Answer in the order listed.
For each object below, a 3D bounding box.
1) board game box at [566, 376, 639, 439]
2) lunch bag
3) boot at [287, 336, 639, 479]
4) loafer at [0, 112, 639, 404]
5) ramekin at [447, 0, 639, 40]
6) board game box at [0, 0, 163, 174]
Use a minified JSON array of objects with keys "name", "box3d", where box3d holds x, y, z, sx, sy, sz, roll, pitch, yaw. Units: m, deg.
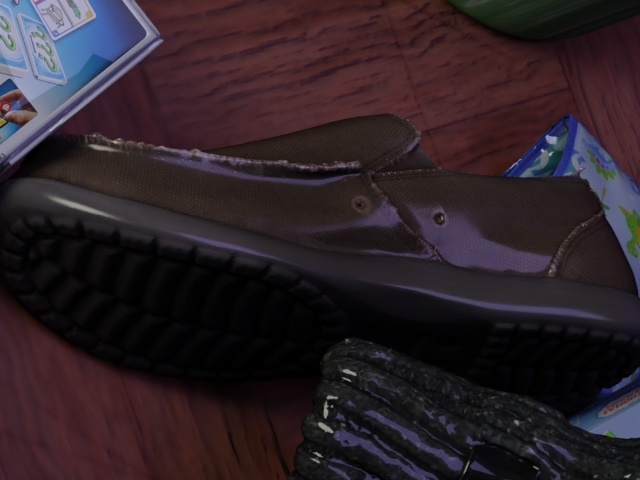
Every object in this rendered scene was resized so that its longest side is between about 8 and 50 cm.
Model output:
[{"name":"board game box","box3d":[0.189,0.196,1.068,0.211,0.160,0.039,53,22,-11]},{"name":"lunch bag","box3d":[0.155,0.016,1.137,0.129,0.096,0.151,46,63,-17]},{"name":"boot","box3d":[0.090,0.216,0.986,0.260,0.348,0.131,11,30,2]},{"name":"loafer","box3d":[0.000,0.000,0.985,0.366,0.134,0.130,11,56,-21]},{"name":"ramekin","box3d":[0.160,-0.278,1.199,0.303,0.148,0.303,13,69,-35]},{"name":"board game box","box3d":[-0.242,-0.153,0.858,0.193,0.053,0.305,-40,103,-11]}]
